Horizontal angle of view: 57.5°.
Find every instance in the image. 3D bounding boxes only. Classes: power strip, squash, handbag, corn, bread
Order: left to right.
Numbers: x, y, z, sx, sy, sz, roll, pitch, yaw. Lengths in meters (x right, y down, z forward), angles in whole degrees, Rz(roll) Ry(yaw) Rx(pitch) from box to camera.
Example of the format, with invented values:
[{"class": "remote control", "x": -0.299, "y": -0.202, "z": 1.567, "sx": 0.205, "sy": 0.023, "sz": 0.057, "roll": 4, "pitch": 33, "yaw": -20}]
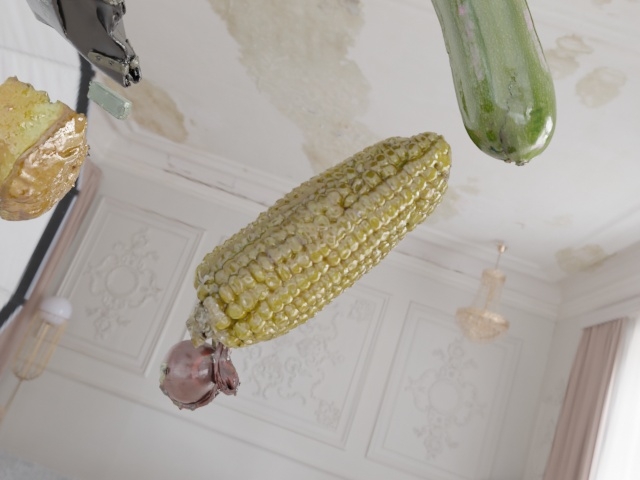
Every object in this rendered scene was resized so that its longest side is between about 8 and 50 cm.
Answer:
[{"class": "bread", "x": -0.426, "y": -0.107, "z": 0.814, "sx": 0.143, "sy": 0.140, "sz": 0.229, "roll": 37, "pitch": -37, "yaw": -8}, {"class": "handbag", "x": -0.429, "y": -0.445, "z": 1.040, "sx": 0.288, "sy": 0.152, "sz": 0.342, "roll": 45, "pitch": -26, "yaw": 17}, {"class": "power strip", "x": -0.286, "y": -0.190, "z": 0.787, "sx": 0.083, "sy": 0.027, "sz": 0.017, "roll": 35, "pitch": 17, "yaw": 23}, {"class": "corn", "x": 0.000, "y": 0.000, "z": 0.586, "sx": 0.119, "sy": 0.321, "sz": 0.119, "roll": 55, "pitch": -4, "yaw": 6}, {"class": "squash", "x": 0.084, "y": -0.126, "z": 0.315, "sx": 0.052, "sy": 0.184, "sz": 0.052, "roll": -14, "pitch": -12, "yaw": -3}]

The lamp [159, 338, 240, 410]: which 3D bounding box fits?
[{"class": "lamp", "x": -0.287, "y": 0.295, "z": 1.401, "sx": 0.223, "sy": 0.215, "sz": 0.151, "roll": -8, "pitch": -5, "yaw": -1}]
